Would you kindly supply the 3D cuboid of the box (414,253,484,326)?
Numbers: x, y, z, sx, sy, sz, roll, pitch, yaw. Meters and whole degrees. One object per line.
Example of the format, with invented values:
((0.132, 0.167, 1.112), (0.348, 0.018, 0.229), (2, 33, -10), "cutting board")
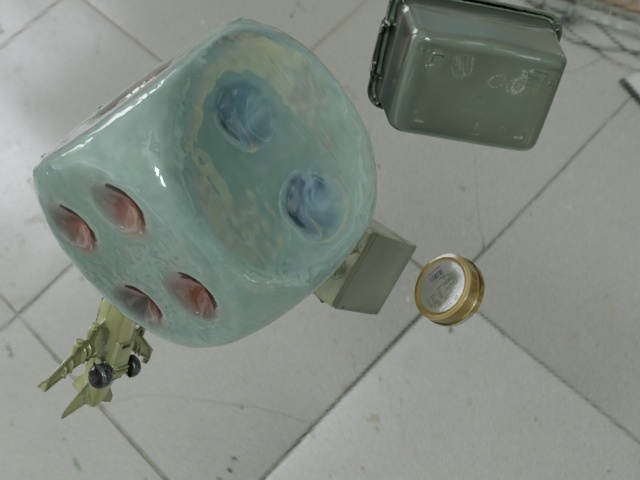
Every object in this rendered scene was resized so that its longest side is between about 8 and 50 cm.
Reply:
((0.186, 0.072, 1.265), (0.105, 0.037, 0.105), (-25, 53, 38), "box")

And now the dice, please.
((-0.120, -0.060, 0.948), (0.268, 0.262, 0.265), (-15, 28, 50), "dice")

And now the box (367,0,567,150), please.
((0.135, -0.149, 0.790), (0.172, 0.124, 0.093), (7, 33, -8), "box")

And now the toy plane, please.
((-0.326, 0.166, 1.355), (0.092, 0.229, 0.244), (36, 112, 22), "toy plane")

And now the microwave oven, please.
((0.000, 0.000, 1.388), (0.240, 0.194, 0.145), (33, 96, 29), "microwave oven")
